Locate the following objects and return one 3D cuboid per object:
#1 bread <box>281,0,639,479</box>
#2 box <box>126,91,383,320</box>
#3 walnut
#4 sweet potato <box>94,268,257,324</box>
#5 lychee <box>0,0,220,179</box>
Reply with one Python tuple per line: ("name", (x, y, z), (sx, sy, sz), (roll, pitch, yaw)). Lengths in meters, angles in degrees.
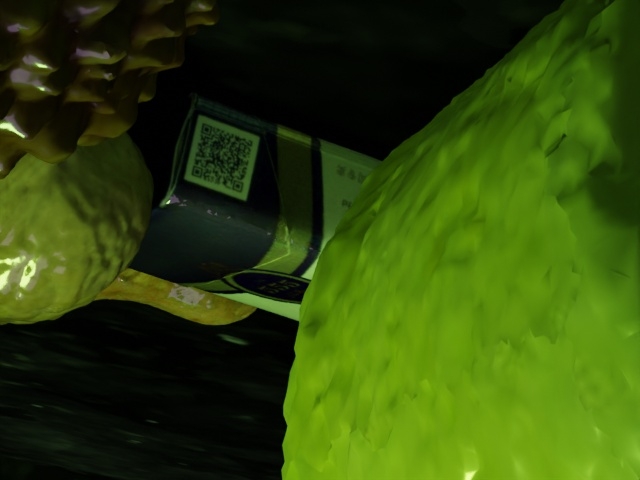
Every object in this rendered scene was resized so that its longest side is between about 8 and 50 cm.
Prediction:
("bread", (0.182, 0.037, 0.567), (0.348, 0.348, 0.308), (14, 153, -11))
("box", (0.000, 0.000, 0.994), (0.259, 0.071, 0.168), (17, 163, -24))
("walnut", (-0.163, -0.032, 0.870), (0.155, 0.155, 0.184), (18, 168, -23))
("sweet potato", (-0.200, -0.012, 1.051), (0.354, 0.095, 0.106), (13, 160, -10))
("lychee", (-0.107, -0.116, 0.453), (0.200, 0.238, 0.200), (9, 124, 14))
